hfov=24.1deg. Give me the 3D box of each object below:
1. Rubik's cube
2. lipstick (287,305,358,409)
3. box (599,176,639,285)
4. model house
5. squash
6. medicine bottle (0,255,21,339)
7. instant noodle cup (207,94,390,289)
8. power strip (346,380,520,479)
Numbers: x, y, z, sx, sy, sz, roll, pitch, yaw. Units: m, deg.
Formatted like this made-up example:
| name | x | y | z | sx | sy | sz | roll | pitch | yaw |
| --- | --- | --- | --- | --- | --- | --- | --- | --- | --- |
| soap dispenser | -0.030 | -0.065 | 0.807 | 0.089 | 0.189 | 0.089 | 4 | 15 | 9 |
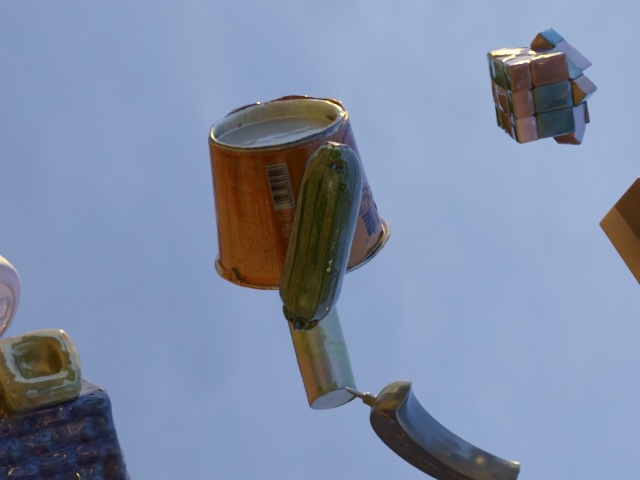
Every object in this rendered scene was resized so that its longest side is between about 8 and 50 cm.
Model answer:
| name | x | y | z | sx | sy | sz | roll | pitch | yaw |
| --- | --- | --- | --- | --- | --- | --- | --- | --- | --- |
| Rubik's cube | 0.167 | -0.114 | 1.112 | 0.084 | 0.073 | 0.075 | -108 | -174 | -55 |
| lipstick | -0.015 | 0.082 | 2.078 | 0.076 | 0.076 | 0.304 | 112 | -33 | -58 |
| box | 0.336 | 0.025 | 1.217 | 0.058 | 0.201 | 0.141 | -53 | -130 | 32 |
| model house | -0.288 | 0.171 | 1.103 | 0.266 | 0.321 | 0.261 | 102 | -32 | -46 |
| squash | 0.000 | 0.000 | 1.613 | 0.077 | 0.068 | 0.219 | 48 | -48 | 52 |
| medicine bottle | -0.529 | -0.004 | 1.726 | 0.395 | 0.242 | 0.242 | 40 | -32 | 18 |
| instant noodle cup | -0.036 | -0.063 | 1.763 | 0.216 | 0.216 | 0.172 | 29 | -44 | 54 |
| power strip | 0.124 | 0.228 | 1.765 | 0.216 | 0.044 | 0.137 | 37 | -24 | -12 |
